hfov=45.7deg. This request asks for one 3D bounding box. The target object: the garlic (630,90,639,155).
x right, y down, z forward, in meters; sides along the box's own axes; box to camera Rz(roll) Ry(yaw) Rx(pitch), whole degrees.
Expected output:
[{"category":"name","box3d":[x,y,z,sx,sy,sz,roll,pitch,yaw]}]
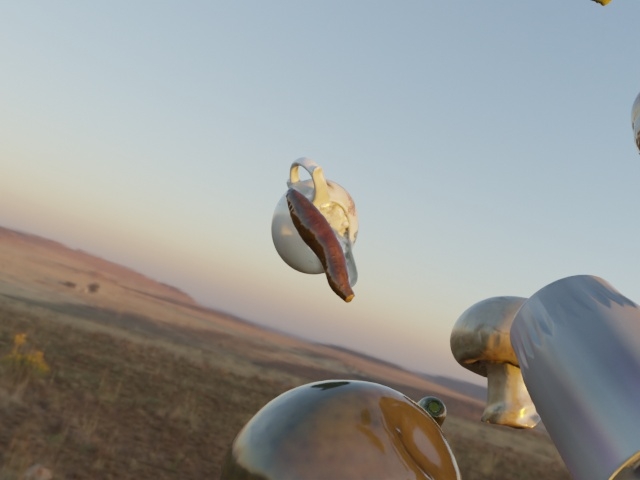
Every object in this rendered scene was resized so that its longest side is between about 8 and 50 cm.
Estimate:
[{"category":"garlic","box3d":[0.821,-0.240,1.624,0.317,0.317,0.259,15,-39,19]}]

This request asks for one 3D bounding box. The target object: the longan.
[{"category":"longan","box3d":[0.031,0.321,1.008,0.288,0.288,0.350,10,2,44]}]

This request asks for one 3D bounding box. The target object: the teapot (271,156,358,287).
[{"category":"teapot","box3d":[-0.008,-0.037,1.597,0.139,0.204,0.298,21,-40,56]}]

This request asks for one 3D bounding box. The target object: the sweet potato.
[{"category":"sweet potato","box3d":[0.001,-0.001,1.299,0.057,0.057,0.264,27,25,-52]}]

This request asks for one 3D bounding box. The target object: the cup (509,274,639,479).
[{"category":"cup","box3d":[0.465,0.241,1.179,0.253,0.253,0.371,21,28,-28]}]

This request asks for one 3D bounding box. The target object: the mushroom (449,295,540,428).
[{"category":"mushroom","box3d":[0.435,0.276,1.714,0.298,0.290,0.297,12,-21,5]}]

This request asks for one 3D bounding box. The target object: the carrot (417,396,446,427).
[{"category":"carrot","box3d":[0.259,0.466,1.948,0.087,0.087,0.193,18,-38,-6]}]

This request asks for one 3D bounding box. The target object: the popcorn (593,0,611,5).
[{"category":"popcorn","box3d":[0.403,-0.412,0.995,0.181,0.235,0.217,54,-28,-17]}]
